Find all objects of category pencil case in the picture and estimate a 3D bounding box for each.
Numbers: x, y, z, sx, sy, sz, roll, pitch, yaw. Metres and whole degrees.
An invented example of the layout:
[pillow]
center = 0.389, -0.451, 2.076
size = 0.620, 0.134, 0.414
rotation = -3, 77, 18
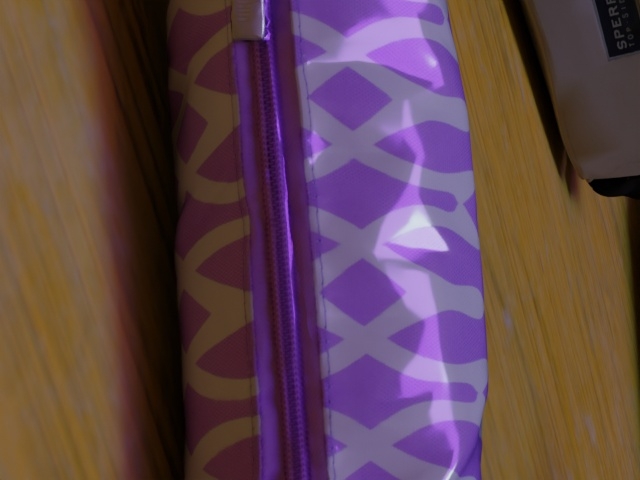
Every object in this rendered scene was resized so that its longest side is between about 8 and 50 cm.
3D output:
[pencil case]
center = 0.000, 0.000, 0.482
size = 0.088, 0.086, 0.206
rotation = 50, 33, -77

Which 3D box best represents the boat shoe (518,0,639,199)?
[boat shoe]
center = 0.150, -0.197, 0.975
size = 0.158, 0.127, 0.340
rotation = -84, 164, -53
